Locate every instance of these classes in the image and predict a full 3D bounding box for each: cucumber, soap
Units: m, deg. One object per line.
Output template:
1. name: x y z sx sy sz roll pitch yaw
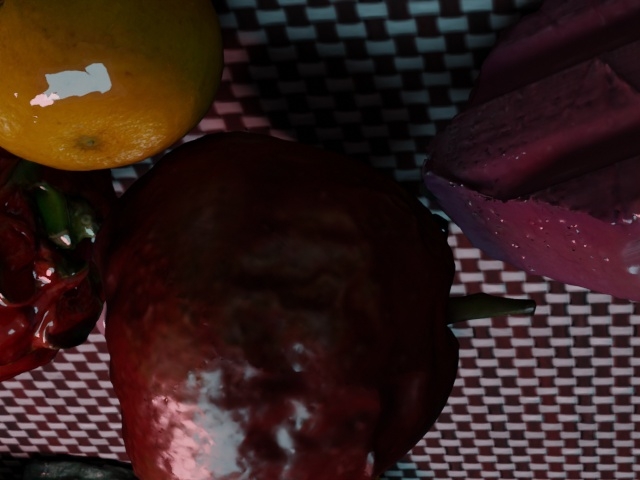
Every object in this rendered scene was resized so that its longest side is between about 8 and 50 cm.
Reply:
1. cucumber: -0.212 0.280 1.366 0.193 0.085 0.115 18 150 -1
2. soap: 0.192 -0.063 0.730 0.289 0.182 0.112 -20 136 27

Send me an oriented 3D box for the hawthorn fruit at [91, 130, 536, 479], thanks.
1. hawthorn fruit: -0.002 0.046 0.816 0.266 0.230 0.210 -7 172 -16

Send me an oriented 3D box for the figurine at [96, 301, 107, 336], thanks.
1. figurine: -0.117 0.047 1.050 0.129 0.054 0.072 -20 151 22

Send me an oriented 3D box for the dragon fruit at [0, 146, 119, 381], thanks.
1. dragon fruit: -0.246 0.002 0.890 0.274 0.192 0.193 0 154 30

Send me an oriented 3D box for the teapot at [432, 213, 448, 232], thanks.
1. teapot: 0.000 0.000 0.934 0.177 0.087 0.096 1 132 7

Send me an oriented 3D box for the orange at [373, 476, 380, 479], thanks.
1. orange: -0.053 0.294 1.283 0.237 0.158 0.179 -19 120 34

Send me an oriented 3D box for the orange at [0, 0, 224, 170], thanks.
1. orange: -0.132 -0.113 0.771 0.155 0.134 0.154 -7 164 -2
